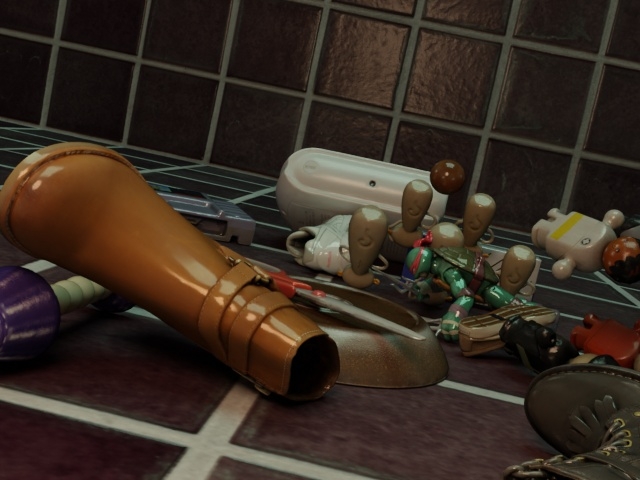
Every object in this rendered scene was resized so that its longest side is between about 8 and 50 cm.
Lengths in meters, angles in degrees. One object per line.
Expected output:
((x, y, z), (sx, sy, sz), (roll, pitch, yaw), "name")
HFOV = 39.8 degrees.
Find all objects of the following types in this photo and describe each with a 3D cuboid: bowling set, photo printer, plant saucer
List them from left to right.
((-0.007, 0.086, 0.970), (0.310, 0.050, 0.310), (11, 9, -2), "plant saucer")
((0.070, -0.060, 1.623), (0.307, 0.107, 0.256), (12, -21, 7), "photo printer")
((0.187, -0.006, 1.319), (0.287, 0.154, 0.200), (17, 46, 9), "bowling set")

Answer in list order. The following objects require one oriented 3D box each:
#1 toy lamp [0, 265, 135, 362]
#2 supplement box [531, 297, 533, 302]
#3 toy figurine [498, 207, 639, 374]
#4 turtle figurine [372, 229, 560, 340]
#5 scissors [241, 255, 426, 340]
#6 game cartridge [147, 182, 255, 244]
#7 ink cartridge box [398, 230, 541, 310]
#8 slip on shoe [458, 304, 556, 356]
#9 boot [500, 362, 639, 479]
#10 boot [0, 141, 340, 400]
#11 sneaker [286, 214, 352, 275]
((-0.230, 0.050, 0.768), (0.080, 0.080, 0.274), (13, 8, 5), "toy lamp")
((0.308, 0.083, 1.483), (0.055, 0.043, 0.083), (6, 10, -45), "supplement box")
((0.329, 0.072, 0.989), (0.213, 0.210, 0.148), (5, 16, -38), "toy figurine")
((0.185, 0.070, 1.152), (0.234, 0.118, 0.175), (21, 18, -2), "turtle figurine")
((-0.011, 0.053, 0.932), (0.297, 0.021, 0.109), (14, 6, 25), "scissors")
((-0.309, -0.064, 1.569), (0.355, 0.068, 0.230), (9, 12, -18), "game cartridge")
((0.235, 0.052, 1.399), (0.207, 0.097, 0.046), (13, 8, 6), "ink cartridge box")
((0.224, 0.108, 1.061), (0.135, 0.041, 0.051), (-10, 18, -29), "slip on shoe")
((0.199, 0.156, 0.608), (0.229, 0.091, 0.263), (6, 12, -42), "boot")
((-0.108, 0.040, 0.709), (0.220, 0.109, 0.283), (35, -8, 27), "boot")
((0.000, 0.000, 1.465), (0.115, 0.090, 0.232), (7, 7, -7), "sneaker")
